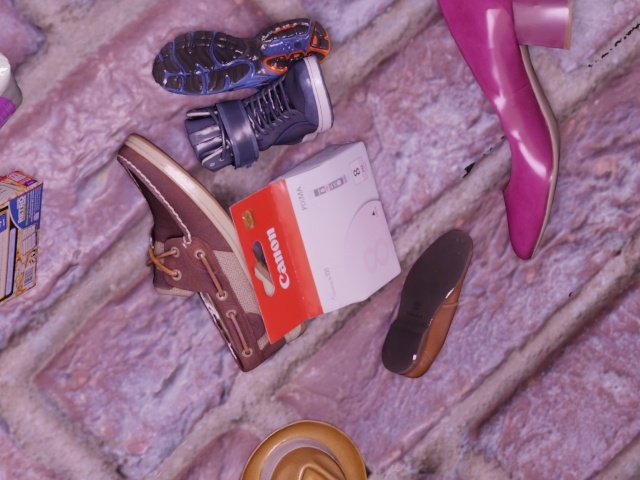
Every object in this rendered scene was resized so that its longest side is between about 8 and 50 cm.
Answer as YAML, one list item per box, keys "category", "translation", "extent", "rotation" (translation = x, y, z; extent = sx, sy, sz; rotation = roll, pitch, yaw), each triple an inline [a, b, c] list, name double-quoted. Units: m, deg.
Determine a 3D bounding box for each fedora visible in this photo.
- category: "fedora"
  translation: [-0.013, 0.339, 1.857]
  extent: [0.194, 0.079, 0.194]
  rotation: [-3, 100, -18]

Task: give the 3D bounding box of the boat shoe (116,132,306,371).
- category: "boat shoe"
  translation: [-0.157, 0.023, 1.733]
  extent: [0.123, 0.123, 0.342]
  rotation: [-40, 116, -10]

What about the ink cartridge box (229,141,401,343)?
- category: "ink cartridge box"
  translation: [0.000, 0.000, 1.753]
  extent: [0.232, 0.066, 0.189]
  rotation: [-36, 115, -51]

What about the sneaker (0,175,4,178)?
- category: "sneaker"
  translation: [-0.434, -0.002, 1.666]
  extent: [0.188, 0.067, 0.078]
  rotation: [-54, 149, -14]

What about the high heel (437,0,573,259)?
- category: "high heel"
  translation: [0.232, -0.162, 1.861]
  extent: [0.181, 0.127, 0.377]
  rotation: [6, 103, 9]

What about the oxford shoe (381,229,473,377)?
- category: "oxford shoe"
  translation: [0.153, 0.087, 1.886]
  extent: [0.076, 0.076, 0.212]
  rotation: [29, 87, -51]

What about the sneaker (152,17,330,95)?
- category: "sneaker"
  translation: [-0.097, -0.215, 1.729]
  extent: [0.221, 0.087, 0.083]
  rotation: [-6, 77, -1]

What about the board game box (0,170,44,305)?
- category: "board game box"
  translation: [-0.399, 0.020, 1.601]
  extent: [0.193, 0.045, 0.147]
  rotation: [-36, 142, -54]

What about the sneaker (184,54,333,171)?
- category: "sneaker"
  translation: [-0.077, -0.148, 1.678]
  extent: [0.163, 0.226, 0.086]
  rotation: [-14, 80, -13]

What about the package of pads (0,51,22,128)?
- category: "package of pads"
  translation: [-0.460, -0.095, 1.548]
  extent: [0.101, 0.229, 0.296]
  rotation: [40, 83, -6]
